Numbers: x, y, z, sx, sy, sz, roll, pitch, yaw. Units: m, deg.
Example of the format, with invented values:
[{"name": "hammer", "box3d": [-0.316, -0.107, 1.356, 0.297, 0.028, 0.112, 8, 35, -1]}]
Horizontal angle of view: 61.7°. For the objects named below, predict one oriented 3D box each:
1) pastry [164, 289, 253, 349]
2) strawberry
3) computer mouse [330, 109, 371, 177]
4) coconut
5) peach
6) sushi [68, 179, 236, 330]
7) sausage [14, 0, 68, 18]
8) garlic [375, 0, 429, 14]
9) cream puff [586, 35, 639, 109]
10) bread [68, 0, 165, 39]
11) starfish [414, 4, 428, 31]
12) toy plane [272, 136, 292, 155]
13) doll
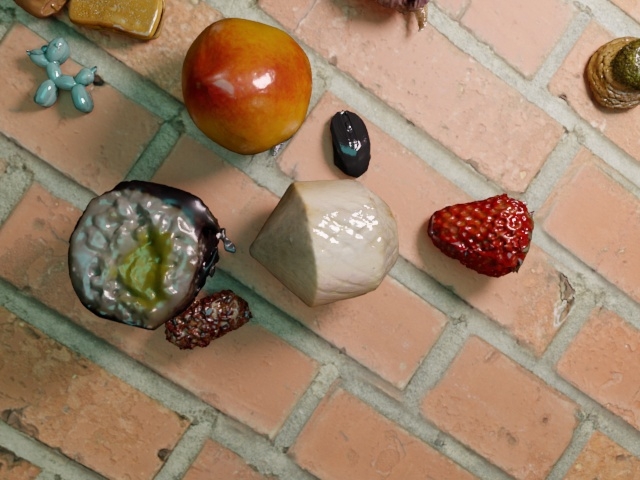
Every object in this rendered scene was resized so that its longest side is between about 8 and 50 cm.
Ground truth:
[{"name": "pastry", "box3d": [-0.268, 0.191, 1.265, 0.208, 0.097, 0.115, -23, 113, -3]}, {"name": "strawberry", "box3d": [0.385, -0.018, 1.310, 0.244, 0.205, 0.205, 12, 92, 12]}, {"name": "computer mouse", "box3d": [0.075, -0.238, 1.309, 0.099, 0.057, 0.172, -14, 94, -9]}, {"name": "coconut", "box3d": [0.000, 0.000, 1.204, 0.328, 0.329, 0.329, 0, 94, -7]}, {"name": "peach", "box3d": [-0.155, -0.326, 1.152, 0.289, 0.308, 0.289, -2, 101, -8]}, {"name": "sushi", "box3d": [-0.360, 0.017, 1.154, 0.281, 0.294, 0.299, 38, 87, -4]}, {"name": "sausage", "box3d": [-0.652, -0.608, 1.164, 0.136, 0.120, 0.241, -36, 98, -1]}, {"name": "garlic", "box3d": [0.191, -0.644, 1.200, 0.245, 0.160, 0.245, 0, 92, -1]}, {"name": "cream puff", "box3d": [0.785, -0.425, 1.328, 0.183, 0.169, 0.183, 0, 92, -8]}, {"name": "bread", "box3d": [-0.459, -0.522, 1.216, 0.200, 0.077, 0.116, 11, 94, -6]}, {"name": "starfish", "box3d": [0.192, -0.647, 1.303, 0.231, 0.048, 0.295, -1, 88, -1]}, {"name": "toy plane", "box3d": [-0.107, -0.246, 1.300, 0.083, 0.031, 0.079, -15, 82, -3]}, {"name": "doll", "box3d": [-0.592, -0.377, 1.218, 0.159, 0.059, 0.159, 13, 94, -6]}]
